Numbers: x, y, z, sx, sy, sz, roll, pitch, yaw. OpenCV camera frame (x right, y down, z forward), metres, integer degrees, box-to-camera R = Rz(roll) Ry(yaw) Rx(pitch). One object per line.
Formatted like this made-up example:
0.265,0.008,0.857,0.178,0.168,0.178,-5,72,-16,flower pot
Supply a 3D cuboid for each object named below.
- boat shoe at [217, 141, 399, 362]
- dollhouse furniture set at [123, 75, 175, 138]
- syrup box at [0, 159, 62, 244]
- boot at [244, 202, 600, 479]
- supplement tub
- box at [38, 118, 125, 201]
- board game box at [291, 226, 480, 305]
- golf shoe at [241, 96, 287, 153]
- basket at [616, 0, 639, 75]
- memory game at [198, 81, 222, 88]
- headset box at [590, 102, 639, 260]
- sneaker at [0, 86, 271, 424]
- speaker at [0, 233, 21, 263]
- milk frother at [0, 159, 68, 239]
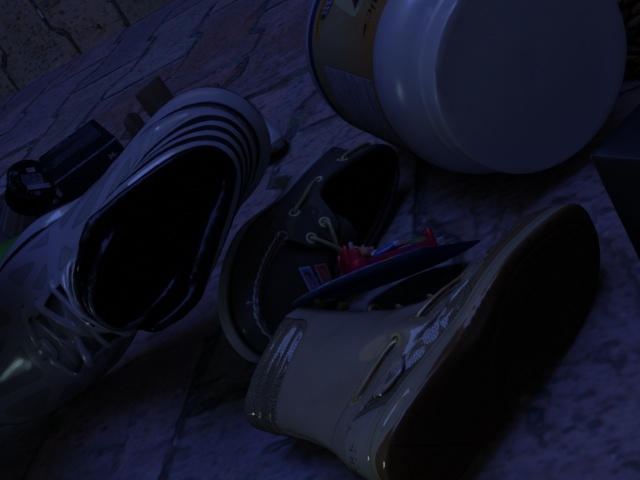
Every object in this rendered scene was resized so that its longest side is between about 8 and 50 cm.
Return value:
-0.003,-0.004,0.873,0.091,0.109,0.305,-21,24,35,boat shoe
-0.334,-0.191,1.575,0.151,0.123,0.144,3,43,52,dollhouse furniture set
-0.586,-0.038,1.639,0.096,0.093,0.237,-10,34,40,syrup box
0.075,0.065,0.685,0.262,0.095,0.203,-49,27,-23,boot
0.134,-0.195,0.911,0.228,0.228,0.316,-37,25,-6,supplement tub
-0.320,-0.080,1.330,0.108,0.153,0.207,-38,25,-9,box
0.052,0.013,0.753,0.133,0.033,0.169,-27,-12,36,board game box
-0.107,-0.168,1.315,0.069,0.086,0.176,-35,27,-6,golf shoe
0.308,-0.333,0.957,0.213,0.223,0.299,-30,26,8,basket
-0.268,-0.250,1.734,0.186,0.012,0.186,-28,26,15,memory game
0.351,-0.071,0.548,0.283,0.131,0.246,-44,27,-20,headset box
-0.231,0.047,0.847,0.447,0.169,0.257,-47,10,15,sneaker
-0.439,0.068,1.244,0.297,0.131,0.131,-23,27,22,speaker
-0.479,-0.040,1.526,0.134,0.129,0.143,123,145,-48,milk frother
